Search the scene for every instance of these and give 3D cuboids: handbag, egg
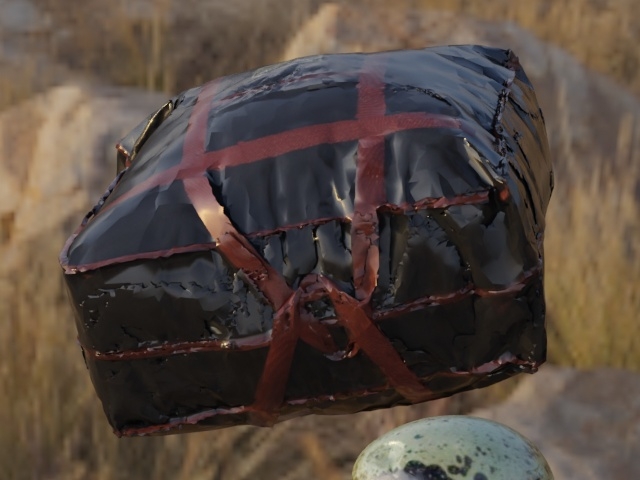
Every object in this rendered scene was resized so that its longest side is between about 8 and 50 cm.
[{"bbox_3d":[0.000,0.000,0.835,0.215,0.155,0.169,-12,27,9],"label":"handbag"},{"bbox_3d":[0.071,0.134,0.984,0.110,0.085,0.085,15,27,-8],"label":"egg"}]
